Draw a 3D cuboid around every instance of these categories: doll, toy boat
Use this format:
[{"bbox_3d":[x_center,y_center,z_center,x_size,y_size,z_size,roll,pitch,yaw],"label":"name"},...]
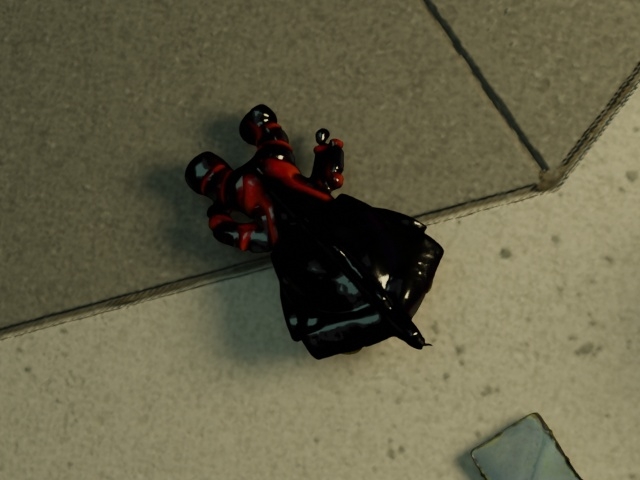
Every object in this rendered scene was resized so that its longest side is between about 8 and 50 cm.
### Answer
[{"bbox_3d":[0.002,0.000,1.235,0.248,0.088,0.127,41,109,30],"label":"doll"},{"bbox_3d":[0.163,0.187,1.171,0.063,0.016,0.115,-33,69,5],"label":"toy boat"}]
